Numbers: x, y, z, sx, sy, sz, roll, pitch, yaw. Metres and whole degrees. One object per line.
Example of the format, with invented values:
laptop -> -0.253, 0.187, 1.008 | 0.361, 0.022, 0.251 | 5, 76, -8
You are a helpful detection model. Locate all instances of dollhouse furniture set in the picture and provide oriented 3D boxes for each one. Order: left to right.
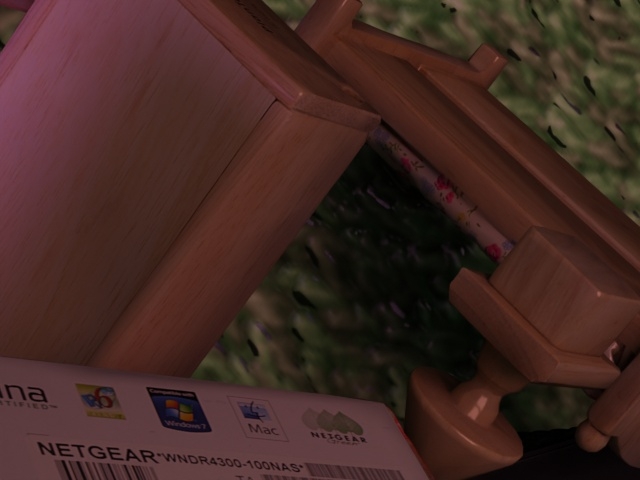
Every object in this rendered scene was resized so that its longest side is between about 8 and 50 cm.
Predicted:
dollhouse furniture set -> 0.000, 0.000, 0.742 | 0.303, 0.174, 0.355 | 46, 18, 28

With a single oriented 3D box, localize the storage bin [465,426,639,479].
storage bin -> 0.060, 0.148, 0.756 | 0.180, 0.084, 0.122 | -12, 88, -31

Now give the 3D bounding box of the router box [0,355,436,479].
router box -> -0.164, 0.167, 0.513 | 0.335, 0.082, 0.301 | 10, 119, -30
